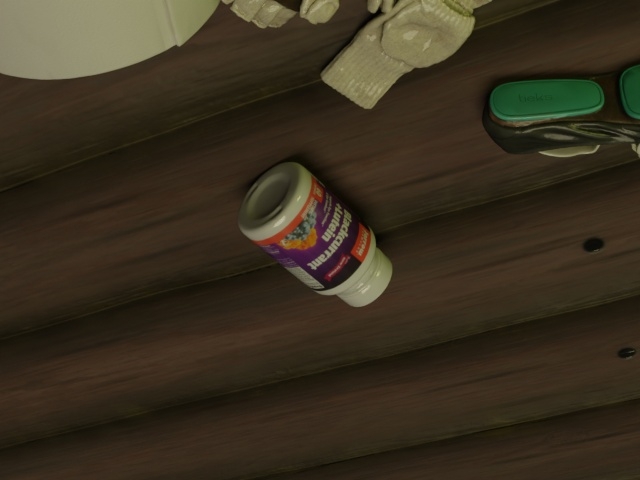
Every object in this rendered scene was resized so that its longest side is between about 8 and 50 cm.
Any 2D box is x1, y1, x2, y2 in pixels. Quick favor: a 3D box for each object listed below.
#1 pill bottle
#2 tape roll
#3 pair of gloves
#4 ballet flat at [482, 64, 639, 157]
[{"bbox_3d":[0.000,0.000,1.157,0.108,0.108,0.193,-30,128,28],"label":"pill bottle"},{"bbox_3d":[-0.212,-0.273,0.784,0.246,0.246,0.169,-3,135,4],"label":"tape roll"},{"bbox_3d":[0.039,-0.246,0.952,0.204,0.042,0.240,-34,127,30],"label":"pair of gloves"},{"bbox_3d":[0.321,-0.139,1.030,0.281,0.095,0.096,0,147,16],"label":"ballet flat"}]
